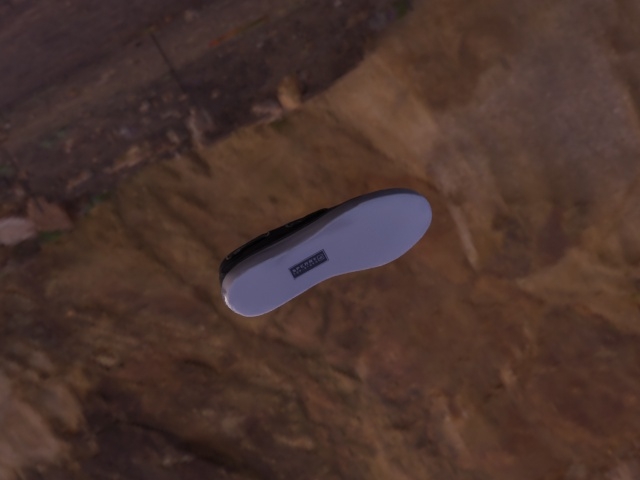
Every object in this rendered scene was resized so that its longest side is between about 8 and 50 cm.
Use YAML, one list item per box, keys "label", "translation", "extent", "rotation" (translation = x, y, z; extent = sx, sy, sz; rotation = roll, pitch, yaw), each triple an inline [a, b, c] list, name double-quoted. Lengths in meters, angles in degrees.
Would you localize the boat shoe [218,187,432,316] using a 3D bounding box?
- label: "boat shoe"
  translation: [0.000, 0.000, 0.705]
  extent: [0.142, 0.049, 0.040]
  rotation: [-24, -148, -7]
